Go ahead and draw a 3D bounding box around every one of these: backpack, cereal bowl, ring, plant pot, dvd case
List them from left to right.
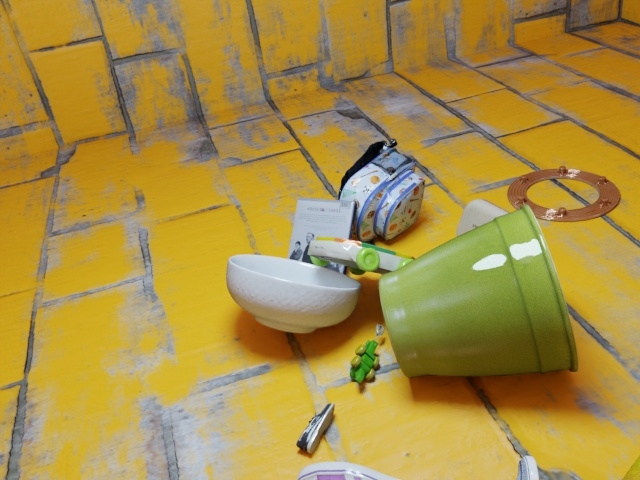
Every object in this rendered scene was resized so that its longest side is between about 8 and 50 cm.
[{"bbox_3d":[-0.076,0.140,1.629,0.339,0.141,0.339,13,7,-2],"label":"cereal bowl"},{"bbox_3d":[0.000,0.000,1.847,0.179,0.239,0.029,6,-10,23],"label":"dvd case"},{"bbox_3d":[0.174,-0.118,1.956,0.263,0.276,0.213,-31,51,-26],"label":"backpack"},{"bbox_3d":[0.323,0.144,1.424,0.353,0.366,0.366,-15,30,11],"label":"plant pot"},{"bbox_3d":[0.763,-0.157,2.058,0.336,0.032,0.336,-7,31,4],"label":"ring"}]

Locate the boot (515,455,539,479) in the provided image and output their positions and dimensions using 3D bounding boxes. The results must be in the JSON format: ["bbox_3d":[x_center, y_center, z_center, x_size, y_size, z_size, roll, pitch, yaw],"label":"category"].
[{"bbox_3d":[0.336,0.456,1.137,0.086,0.069,0.190,2,35,12],"label":"boot"}]

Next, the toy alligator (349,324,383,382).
[{"bbox_3d":[0.104,0.270,1.521,0.051,0.056,0.190,-38,13,37],"label":"toy alligator"}]

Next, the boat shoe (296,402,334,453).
[{"bbox_3d":[-0.008,0.388,1.363,0.038,0.046,0.125,13,46,24],"label":"boat shoe"}]

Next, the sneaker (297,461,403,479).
[{"bbox_3d":[0.071,0.487,1.131,0.282,0.102,0.161,5,37,21],"label":"sneaker"}]

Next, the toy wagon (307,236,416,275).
[{"bbox_3d":[0.142,0.059,1.659,0.344,0.068,0.267,14,-5,-26],"label":"toy wagon"}]

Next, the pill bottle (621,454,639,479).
[{"bbox_3d":[0.559,0.429,1.081,0.208,0.118,0.117,-32,39,-33],"label":"pill bottle"}]

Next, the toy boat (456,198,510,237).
[{"bbox_3d":[0.503,-0.016,1.823,0.151,0.151,0.231,7,20,-34],"label":"toy boat"}]
